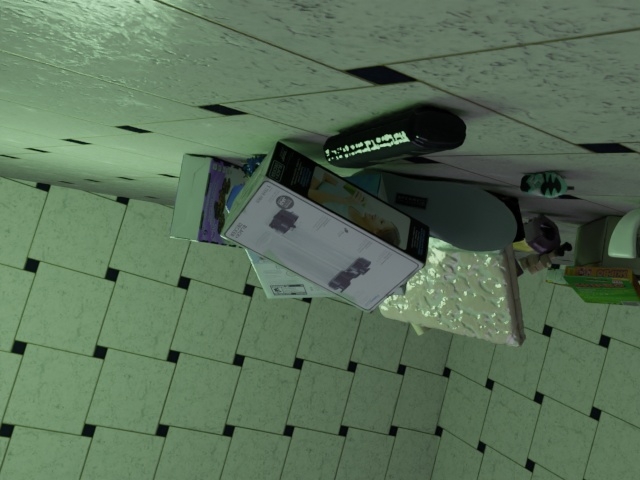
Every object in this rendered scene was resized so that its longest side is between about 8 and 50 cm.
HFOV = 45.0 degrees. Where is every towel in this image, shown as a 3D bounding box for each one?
[{"bbox_3d":[0.234,0.052,1.537,0.331,0.317,0.053,10,-144,40],"label":"towel"}]

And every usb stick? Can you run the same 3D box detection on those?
[{"bbox_3d":[0.079,-0.117,0.924,0.077,0.045,0.278,10,177,-19],"label":"usb stick"}]

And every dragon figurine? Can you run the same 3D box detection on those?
[{"bbox_3d":[-0.114,-0.103,1.479,0.144,0.085,0.289,11,172,-23],"label":"dragon figurine"}]

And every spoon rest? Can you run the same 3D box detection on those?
[{"bbox_3d":[0.615,-0.022,1.325,0.276,0.084,0.137,-6,-174,-26],"label":"spoon rest"}]

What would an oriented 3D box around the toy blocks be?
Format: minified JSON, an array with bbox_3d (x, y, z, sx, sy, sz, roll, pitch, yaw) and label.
[{"bbox_3d":[0.311,0.007,1.702,0.288,0.260,0.309,-26,173,-36],"label":"toy blocks"}]

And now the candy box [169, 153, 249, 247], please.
[{"bbox_3d":[-0.212,-0.075,1.566,0.070,0.165,0.196,9,179,23],"label":"candy box"}]

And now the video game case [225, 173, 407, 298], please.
[{"bbox_3d":[0.000,0.000,1.358,0.269,0.061,0.244,-3,135,18],"label":"video game case"}]

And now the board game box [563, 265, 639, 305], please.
[{"bbox_3d":[0.580,0.093,1.570,0.124,0.039,0.259,2,168,29],"label":"board game box"}]

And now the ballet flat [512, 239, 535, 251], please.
[{"bbox_3d":[0.483,-0.017,2.050,0.232,0.080,0.073,2,146,48],"label":"ballet flat"}]

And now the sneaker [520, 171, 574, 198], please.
[{"bbox_3d":[0.347,-0.079,1.130,0.069,0.038,0.098,7,-172,-20],"label":"sneaker"}]

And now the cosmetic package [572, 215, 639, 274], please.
[{"bbox_3d":[0.651,0.022,1.652,0.160,0.113,0.309,9,177,10],"label":"cosmetic package"}]

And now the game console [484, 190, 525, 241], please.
[{"bbox_3d":[0.308,-0.048,1.493,0.085,0.124,0.144,-21,-167,-28],"label":"game console"}]

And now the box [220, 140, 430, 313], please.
[{"bbox_3d":[0.009,-0.013,1.233,0.290,0.087,0.169,28,135,-14],"label":"box"}]

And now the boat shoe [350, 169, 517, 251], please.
[{"bbox_3d":[0.194,-0.052,1.373,0.306,0.113,0.105,10,-177,12],"label":"boat shoe"}]

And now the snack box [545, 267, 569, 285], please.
[{"bbox_3d":[0.601,0.094,1.754,0.141,0.037,0.100,11,179,-16],"label":"snack box"}]
